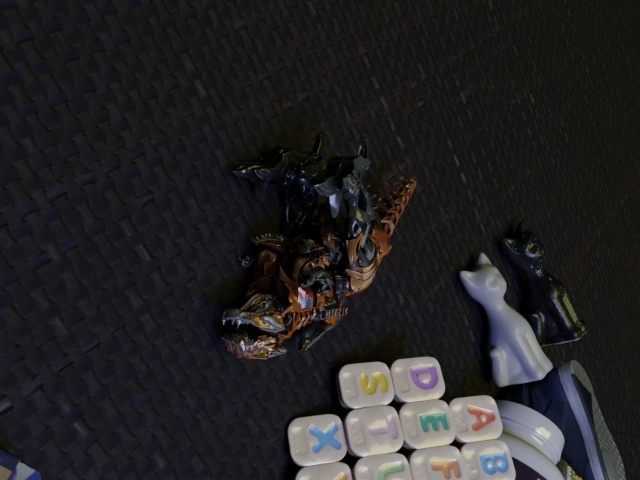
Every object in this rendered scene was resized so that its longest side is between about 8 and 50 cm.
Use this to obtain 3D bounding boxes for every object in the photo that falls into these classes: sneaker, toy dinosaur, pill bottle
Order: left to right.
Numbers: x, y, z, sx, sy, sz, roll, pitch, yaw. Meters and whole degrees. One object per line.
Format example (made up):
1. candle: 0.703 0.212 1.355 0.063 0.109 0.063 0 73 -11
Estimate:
1. toy dinosaur: 0.000 0.000 0.773 0.322 0.164 0.218 -55 137 -52
2. pill bottle: 0.211 0.379 0.866 0.181 0.181 0.323 52 55 -25
3. sneaker: 0.357 0.317 1.003 0.086 0.163 0.226 27 42 -40

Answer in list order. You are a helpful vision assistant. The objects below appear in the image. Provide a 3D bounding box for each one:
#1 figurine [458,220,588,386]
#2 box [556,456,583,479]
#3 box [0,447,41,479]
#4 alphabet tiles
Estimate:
1. figurine: 0.321 0.098 1.069 0.215 0.092 0.210 -29 97 -39
2. box: 0.413 0.417 1.077 0.183 0.056 0.231 37 51 -20
3. box: -0.335 0.192 0.496 0.225 0.036 0.136 45 58 -31
4. alphabet tiles: 0.105 0.279 0.776 0.277 0.021 0.284 -2 62 -16
